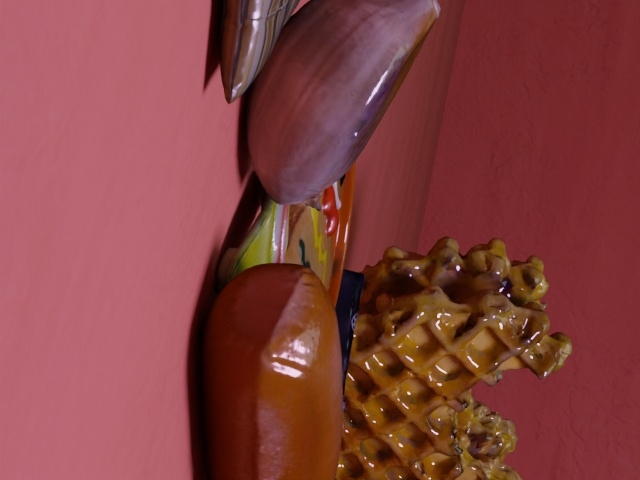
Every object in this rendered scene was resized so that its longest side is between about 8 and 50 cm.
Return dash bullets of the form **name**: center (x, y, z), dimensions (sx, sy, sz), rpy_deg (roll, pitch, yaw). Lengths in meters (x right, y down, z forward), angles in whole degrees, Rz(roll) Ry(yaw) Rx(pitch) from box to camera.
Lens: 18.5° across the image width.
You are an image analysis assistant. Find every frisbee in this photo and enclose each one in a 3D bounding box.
- **frisbee**: center (0.000, 0.000, 1.774), dimensions (0.192, 0.035, 0.192), rpy_deg (9, 90, -84)

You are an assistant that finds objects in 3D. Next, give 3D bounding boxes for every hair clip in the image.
- **hair clip**: center (-0.040, -0.012, 1.404), dimensions (0.188, 0.033, 0.060), rpy_deg (-69, 165, -61)

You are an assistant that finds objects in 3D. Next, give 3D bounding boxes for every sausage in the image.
- **sausage**: center (-0.033, 0.122, 1.367), dimensions (0.274, 0.105, 0.105), rpy_deg (92, 10, -52)

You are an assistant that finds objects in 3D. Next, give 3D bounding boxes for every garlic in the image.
- **garlic**: center (0.008, -0.087, 1.347), dimensions (0.128, 0.090, 0.198), rpy_deg (-21, 139, -56)

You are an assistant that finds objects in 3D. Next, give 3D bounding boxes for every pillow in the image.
- **pillow**: center (-0.029, -0.170, 1.228), dimensions (0.203, 0.038, 0.113), rpy_deg (-69, 169, -62)

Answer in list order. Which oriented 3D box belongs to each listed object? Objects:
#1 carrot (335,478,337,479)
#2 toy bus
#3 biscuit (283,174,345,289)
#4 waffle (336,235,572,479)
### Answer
- **carrot**: center (-0.022, 0.264, 1.869), dimensions (0.205, 0.072, 0.072), rpy_deg (9, 90, -78)
- **toy bus**: center (0.003, 0.113, 1.894), dimensions (0.072, 0.057, 0.172), rpy_deg (115, -14, -79)
- **biscuit**: center (-0.009, -0.006, 1.577), dimensions (0.158, 0.035, 0.240), rpy_deg (79, 20, -47)
- **waffle**: center (0.122, 0.153, 2.097), dimensions (0.151, 0.261, 0.324), rpy_deg (-85, -177, -55)
